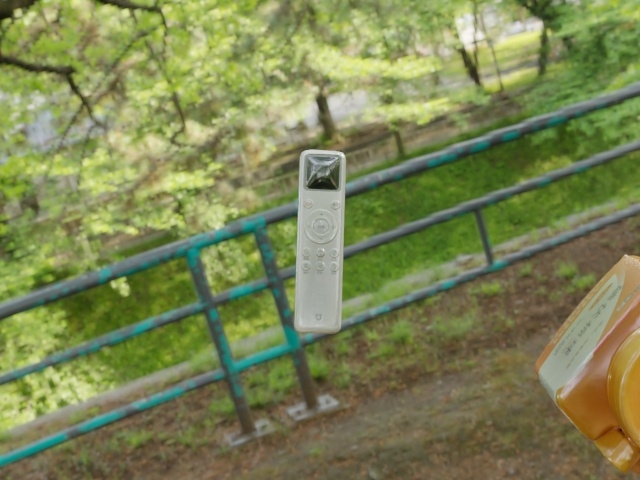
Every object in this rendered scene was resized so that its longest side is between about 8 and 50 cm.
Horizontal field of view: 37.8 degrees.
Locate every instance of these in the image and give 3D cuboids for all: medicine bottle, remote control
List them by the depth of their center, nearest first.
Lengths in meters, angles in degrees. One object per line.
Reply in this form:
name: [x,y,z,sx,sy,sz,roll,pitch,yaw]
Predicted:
medicine bottle: [0.264,0.101,0.742,0.149,0.112,0.222,-52,-2,5]
remote control: [0.000,0.000,1.321,0.067,0.261,0.029,2,-7,-4]
